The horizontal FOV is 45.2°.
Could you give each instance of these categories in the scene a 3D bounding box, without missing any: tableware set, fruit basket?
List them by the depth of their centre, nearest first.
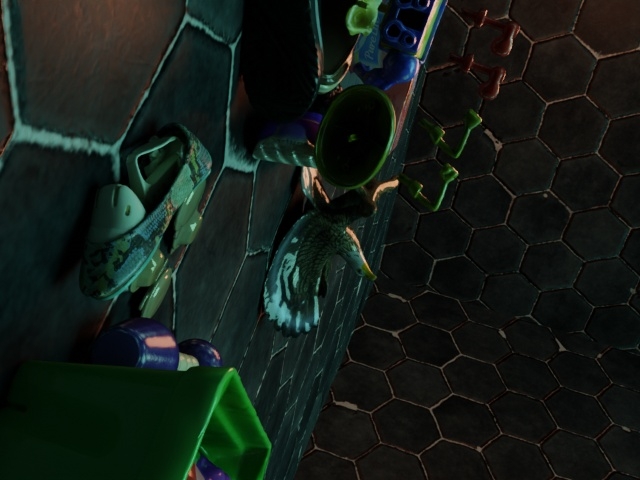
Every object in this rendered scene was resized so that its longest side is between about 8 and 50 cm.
[{"bbox_3d":[-0.084,0.284,0.638,0.392,0.392,0.283,87,22,-65],"label":"fruit basket"},{"bbox_3d":[-0.151,0.007,0.760,0.169,0.020,0.141,113,3,-67],"label":"tableware set"}]

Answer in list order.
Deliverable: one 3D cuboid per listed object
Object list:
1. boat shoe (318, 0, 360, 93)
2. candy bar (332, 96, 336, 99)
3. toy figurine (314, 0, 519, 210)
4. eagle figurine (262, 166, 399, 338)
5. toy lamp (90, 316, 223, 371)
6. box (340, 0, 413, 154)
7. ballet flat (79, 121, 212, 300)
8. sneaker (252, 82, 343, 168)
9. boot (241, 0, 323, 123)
[{"bbox_3d":[0.021,-0.309,1.000,0.095,0.095,0.257,-42,-149,52],"label":"boat shoe"},{"bbox_3d":[0.041,-0.191,1.079,0.161,0.018,0.040,-54,134,-70],"label":"candy bar"},{"bbox_3d":[0.130,-0.240,0.958,0.217,0.191,0.363,-63,171,-71],"label":"toy figurine"},{"bbox_3d":[0.006,0.009,1.391,0.226,0.225,0.298,14,131,-43],"label":"eagle figurine"},{"bbox_3d":[-0.161,0.124,0.786,0.275,0.080,0.080,60,47,-79],"label":"toy lamp"},{"bbox_3d":[0.090,-0.308,1.259,0.142,0.154,0.300,-52,158,-73],"label":"box"},{"bbox_3d":[-0.153,-0.034,0.638,0.188,0.070,0.070,-67,169,-45],"label":"ballet flat"},{"bbox_3d":[-0.021,-0.176,1.068,0.293,0.102,0.146,-29,128,-82],"label":"sneaker"},{"bbox_3d":[-0.009,-0.285,0.896,0.207,0.094,0.246,-57,155,-49],"label":"boot"}]
